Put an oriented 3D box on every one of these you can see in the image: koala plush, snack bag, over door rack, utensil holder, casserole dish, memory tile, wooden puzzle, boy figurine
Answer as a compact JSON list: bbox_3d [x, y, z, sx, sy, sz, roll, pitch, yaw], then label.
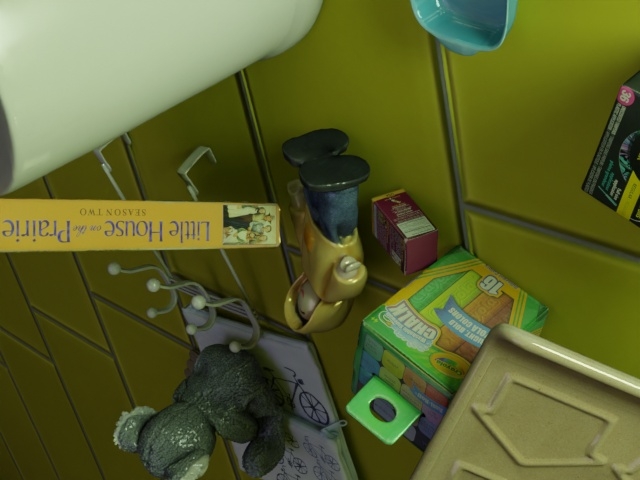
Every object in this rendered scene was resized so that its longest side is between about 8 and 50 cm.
[{"bbox_3d":[-0.189,0.281,1.613,0.196,0.221,0.203,33,138,32],"label":"koala plush"},{"bbox_3d":[-0.077,0.271,1.692,0.323,0.037,0.342,12,127,46],"label":"snack bag"},{"bbox_3d":[-0.229,0.008,1.578,0.239,0.108,0.324,16,130,44],"label":"over door rack"},{"bbox_3d":[-0.242,-0.263,1.079,0.327,0.385,0.327,34,144,29],"label":"utensil holder"},{"bbox_3d":[0.128,-0.255,0.933,0.114,0.037,0.188,27,140,36],"label":"casserole dish"},{"bbox_3d":[-0.184,0.261,1.861,0.148,0.012,0.113,43,147,16],"label":"memory tile"},{"bbox_3d":[0.266,0.247,1.071,0.322,0.080,0.348,23,128,2],"label":"wooden puzzle"},{"bbox_3d":[0.000,0.000,1.281,0.285,0.092,0.177,95,152,-45],"label":"boy figurine"}]

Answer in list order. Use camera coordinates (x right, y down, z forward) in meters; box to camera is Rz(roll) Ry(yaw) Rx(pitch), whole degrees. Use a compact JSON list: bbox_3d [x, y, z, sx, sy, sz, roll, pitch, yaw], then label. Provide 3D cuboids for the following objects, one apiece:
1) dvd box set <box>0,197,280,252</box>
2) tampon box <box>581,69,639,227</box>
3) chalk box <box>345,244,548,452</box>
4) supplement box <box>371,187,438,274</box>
[{"bbox_3d":[-0.303,-0.021,1.260,0.307,0.420,0.062,3,93,49],"label":"dvd box set"},{"bbox_3d":[0.309,-0.059,0.820,0.161,0.101,0.120,37,145,24],"label":"tampon box"},{"bbox_3d":[0.121,0.131,1.144,0.132,0.213,0.132,37,145,25],"label":"chalk box"},{"bbox_3d":[0.093,-0.011,1.182,0.083,0.043,0.055,-125,23,-44],"label":"supplement box"}]
